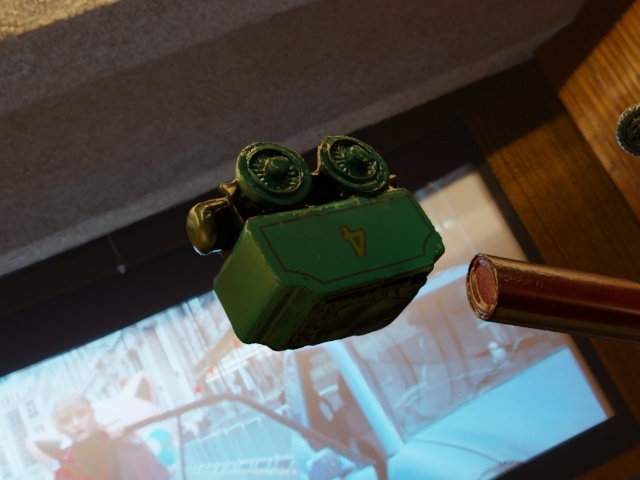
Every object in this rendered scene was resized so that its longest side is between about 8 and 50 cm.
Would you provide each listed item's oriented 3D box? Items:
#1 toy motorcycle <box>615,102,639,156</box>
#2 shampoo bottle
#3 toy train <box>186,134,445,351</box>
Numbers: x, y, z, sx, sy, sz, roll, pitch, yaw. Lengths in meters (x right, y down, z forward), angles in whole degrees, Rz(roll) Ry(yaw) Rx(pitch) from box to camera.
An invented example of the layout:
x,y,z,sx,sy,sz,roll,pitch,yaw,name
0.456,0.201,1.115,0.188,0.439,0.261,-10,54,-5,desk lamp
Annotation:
x,y,z,sx,sy,sz,roll,pitch,yaw,name
0.461,-0.138,0.848,0.254,0.135,0.092,-29,13,35,toy motorcycle
0.303,0.072,0.898,0.260,0.102,0.064,9,-65,-12,shampoo bottle
0.000,0.000,0.625,0.198,0.154,0.107,-11,-29,-35,toy train
